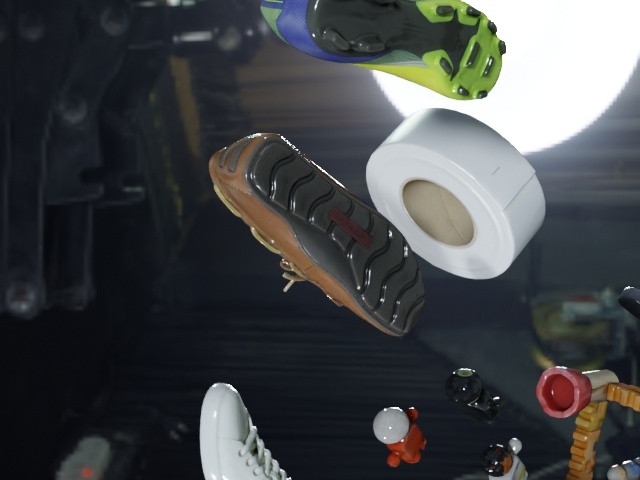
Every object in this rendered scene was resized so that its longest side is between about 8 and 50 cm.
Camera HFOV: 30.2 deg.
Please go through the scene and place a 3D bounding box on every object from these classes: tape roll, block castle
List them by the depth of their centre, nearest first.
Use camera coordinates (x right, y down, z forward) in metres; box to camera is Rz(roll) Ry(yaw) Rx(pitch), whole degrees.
[{"bbox_3d":[0.538,0.398,1.894,0.213,0.453,0.303,0,-77,-45],"label":"block castle"},{"bbox_3d":[0.214,-0.073,1.901,0.100,0.286,0.286,-46,-35,-28],"label":"tape roll"}]

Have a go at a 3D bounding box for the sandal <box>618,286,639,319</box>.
[{"bbox_3d":[0.653,0.180,2.182,0.054,0.254,0.097,-56,-5,-14],"label":"sandal"}]

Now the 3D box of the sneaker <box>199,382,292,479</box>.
[{"bbox_3d":[-0.069,0.305,1.490,0.106,0.123,0.290,-61,-38,-62],"label":"sneaker"}]

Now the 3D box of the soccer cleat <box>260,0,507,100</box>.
[{"bbox_3d":[0.068,-0.202,1.143,0.289,0.121,0.093,8,-80,-44],"label":"soccer cleat"}]

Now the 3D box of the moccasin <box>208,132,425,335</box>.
[{"bbox_3d":[-0.001,0.003,1.625,0.380,0.147,0.139,36,-110,-28],"label":"moccasin"}]

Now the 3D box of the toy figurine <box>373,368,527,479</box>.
[{"bbox_3d":[0.207,0.333,1.879,0.148,0.213,0.209,51,-165,-53],"label":"toy figurine"}]
